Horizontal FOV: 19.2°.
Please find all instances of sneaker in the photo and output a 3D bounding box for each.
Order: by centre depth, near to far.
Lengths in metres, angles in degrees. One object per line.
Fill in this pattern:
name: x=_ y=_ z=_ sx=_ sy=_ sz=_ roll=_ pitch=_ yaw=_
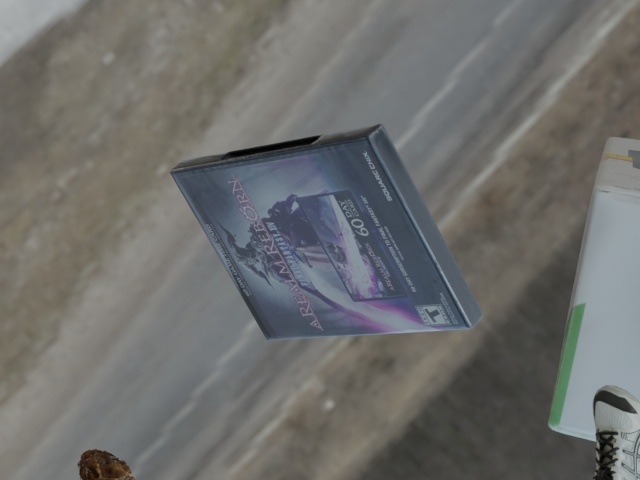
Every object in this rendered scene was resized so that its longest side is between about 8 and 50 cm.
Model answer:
sneaker: x=0.149 y=0.114 z=0.941 sx=0.037 sy=0.083 sz=0.032 roll=-19 pitch=-177 yaw=-34

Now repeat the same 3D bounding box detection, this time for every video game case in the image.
video game case: x=0.000 y=0.000 z=1.683 sx=0.274 sy=0.196 sz=0.026 roll=-7 pitch=-152 yaw=48

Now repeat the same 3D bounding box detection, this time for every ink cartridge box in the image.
ink cartridge box: x=0.207 y=0.029 z=1.202 sx=0.212 sy=0.093 sz=0.154 roll=-44 pitch=145 yaw=-73

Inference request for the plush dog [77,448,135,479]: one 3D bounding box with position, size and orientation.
plush dog: x=-0.228 y=0.250 z=1.332 sx=0.225 sy=0.210 sz=0.262 roll=1 pitch=116 yaw=-48
